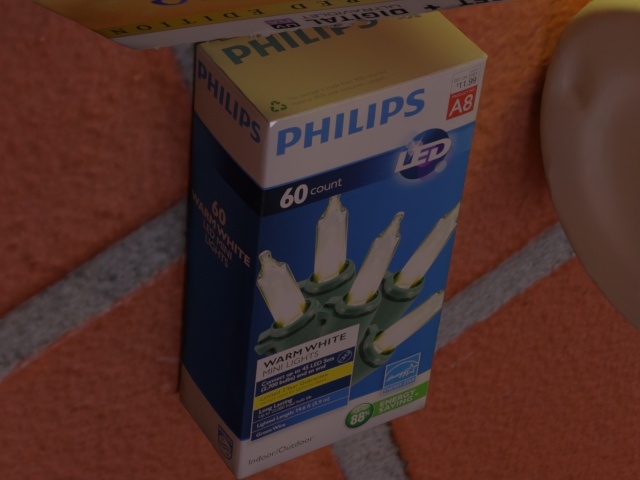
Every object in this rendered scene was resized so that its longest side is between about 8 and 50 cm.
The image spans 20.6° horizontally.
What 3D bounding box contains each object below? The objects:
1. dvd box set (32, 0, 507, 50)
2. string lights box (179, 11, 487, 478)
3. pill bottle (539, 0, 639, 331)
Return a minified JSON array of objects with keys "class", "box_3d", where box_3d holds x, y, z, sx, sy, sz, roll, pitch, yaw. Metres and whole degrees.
[{"class":"dvd box set","box_3d":[-0.042,-0.158,0.561,0.308,0.062,0.420,-5,169,24]},{"class":"string lights box","box_3d":[0.000,0.000,0.964,0.133,0.077,0.259,-19,138,-26]},{"class":"pill bottle","box_3d":[0.349,-0.093,1.062,0.392,0.224,0.224,-21,139,-26]}]
